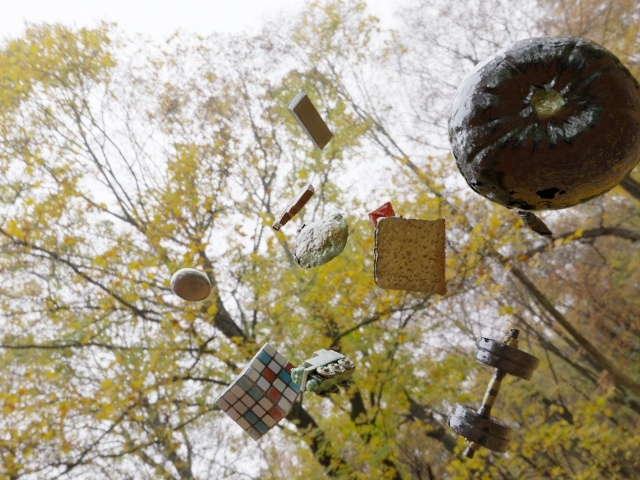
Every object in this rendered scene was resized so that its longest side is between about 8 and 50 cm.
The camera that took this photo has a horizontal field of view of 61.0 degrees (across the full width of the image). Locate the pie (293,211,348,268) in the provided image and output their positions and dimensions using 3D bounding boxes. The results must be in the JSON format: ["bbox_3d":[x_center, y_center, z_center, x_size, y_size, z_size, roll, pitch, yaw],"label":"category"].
[{"bbox_3d":[0.000,0.006,2.234,0.105,0.274,0.257,42,-133,-33],"label":"pie"}]

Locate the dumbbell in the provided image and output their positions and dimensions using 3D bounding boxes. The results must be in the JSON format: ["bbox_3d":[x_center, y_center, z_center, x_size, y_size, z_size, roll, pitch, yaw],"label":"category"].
[{"bbox_3d":[0.493,0.436,1.559,0.185,0.185,0.389,30,-98,-52],"label":"dumbbell"}]

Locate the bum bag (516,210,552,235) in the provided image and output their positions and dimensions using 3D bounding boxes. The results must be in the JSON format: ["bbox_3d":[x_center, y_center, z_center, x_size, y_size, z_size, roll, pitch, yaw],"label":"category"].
[{"bbox_3d":[0.597,-0.052,1.519,0.124,0.058,0.034,40,-96,-22],"label":"bum bag"}]

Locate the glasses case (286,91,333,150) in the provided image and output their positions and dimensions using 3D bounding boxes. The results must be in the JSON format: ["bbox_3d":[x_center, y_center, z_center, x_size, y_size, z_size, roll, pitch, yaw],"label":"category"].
[{"bbox_3d":[-0.033,-0.389,1.783,0.071,0.047,0.205,-52,-40,-9],"label":"glasses case"}]

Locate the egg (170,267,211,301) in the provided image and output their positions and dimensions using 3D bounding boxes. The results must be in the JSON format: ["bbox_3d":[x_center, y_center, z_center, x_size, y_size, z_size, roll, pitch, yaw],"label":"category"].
[{"bbox_3d":[-0.406,0.141,1.705,0.135,0.103,0.103,27,-78,-40],"label":"egg"}]

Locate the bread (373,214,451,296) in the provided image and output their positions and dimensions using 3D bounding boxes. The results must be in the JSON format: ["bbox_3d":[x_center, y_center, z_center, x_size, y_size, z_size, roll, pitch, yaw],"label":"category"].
[{"bbox_3d":[0.291,0.028,1.732,0.248,0.315,0.279,1,-74,5],"label":"bread"}]

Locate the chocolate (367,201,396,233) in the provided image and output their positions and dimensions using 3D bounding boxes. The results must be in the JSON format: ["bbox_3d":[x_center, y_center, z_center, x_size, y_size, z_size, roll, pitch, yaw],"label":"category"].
[{"bbox_3d":[0.275,-0.005,2.156,0.107,0.235,0.237,-18,-17,6],"label":"chocolate"}]

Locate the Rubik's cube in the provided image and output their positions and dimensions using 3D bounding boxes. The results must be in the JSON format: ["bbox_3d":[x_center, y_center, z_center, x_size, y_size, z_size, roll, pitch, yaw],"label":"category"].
[{"bbox_3d":[-0.251,0.653,2.350,0.259,0.256,0.253,-50,-2,29],"label":"Rubik's cube"}]

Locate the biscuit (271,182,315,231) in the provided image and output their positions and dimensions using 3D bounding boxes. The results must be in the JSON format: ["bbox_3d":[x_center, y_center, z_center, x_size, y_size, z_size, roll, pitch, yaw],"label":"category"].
[{"bbox_3d":[-0.090,-0.120,1.855,0.186,0.044,0.295,-55,8,-19],"label":"biscuit"}]

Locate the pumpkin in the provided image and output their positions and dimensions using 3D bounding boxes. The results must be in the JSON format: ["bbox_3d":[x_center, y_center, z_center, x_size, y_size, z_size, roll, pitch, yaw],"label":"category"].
[{"bbox_3d":[0.377,-0.191,0.936,0.315,0.315,0.238,-55,-17,9],"label":"pumpkin"}]

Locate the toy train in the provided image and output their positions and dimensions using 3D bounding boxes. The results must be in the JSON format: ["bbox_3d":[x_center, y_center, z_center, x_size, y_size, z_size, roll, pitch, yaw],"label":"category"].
[{"bbox_3d":[0.006,0.343,1.405,0.194,0.125,0.081,-2,-74,-56],"label":"toy train"}]
